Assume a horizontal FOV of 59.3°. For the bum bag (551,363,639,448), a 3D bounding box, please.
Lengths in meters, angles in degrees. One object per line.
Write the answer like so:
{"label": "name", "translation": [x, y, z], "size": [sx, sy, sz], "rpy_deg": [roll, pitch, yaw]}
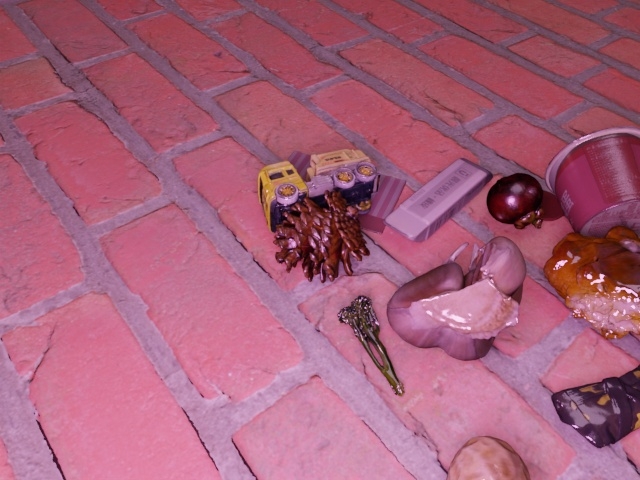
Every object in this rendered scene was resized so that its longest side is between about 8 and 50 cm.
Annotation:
{"label": "bum bag", "translation": [0.504, 0.270, 0.935], "size": [0.232, 0.060, 0.107], "rpy_deg": [-13, 57, -12]}

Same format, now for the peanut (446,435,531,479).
{"label": "peanut", "translation": [0.240, 0.411, 0.750], "size": [0.136, 0.120, 0.298], "rpy_deg": [-19, 46, 12]}

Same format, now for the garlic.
{"label": "garlic", "translation": [0.244, 0.090, 0.991], "size": [0.210, 0.237, 0.292], "rpy_deg": [25, 13, 8]}

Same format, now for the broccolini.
{"label": "broccolini", "translation": [0.094, 0.194, 1.015], "size": [0.074, 0.058, 0.201], "rpy_deg": [-22, 65, -4]}

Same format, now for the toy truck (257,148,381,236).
{"label": "toy truck", "translation": [-0.008, -0.124, 1.241], "size": [0.272, 0.124, 0.157], "rpy_deg": [-17, 50, -18]}

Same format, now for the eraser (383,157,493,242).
{"label": "eraser", "translation": [0.277, -0.096, 1.279], "size": [0.089, 0.061, 0.352], "rpy_deg": [34, 54, 27]}

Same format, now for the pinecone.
{"label": "pinecone", "translation": [0.002, -0.002, 1.110], "size": [0.195, 0.150, 0.179], "rpy_deg": [-18, 67, -18]}

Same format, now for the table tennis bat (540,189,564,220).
{"label": "table tennis bat", "translation": [0.509, -0.102, 1.324], "size": [0.098, 0.019, 0.155], "rpy_deg": [-14, 51, -15]}

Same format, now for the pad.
{"label": "pad", "translation": [0.034, -0.122, 1.331], "size": [0.299, 0.005, 0.202], "rpy_deg": [18, 48, 14]}

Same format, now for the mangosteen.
{"label": "mangosteen", "translation": [0.437, -0.080, 1.239], "size": [0.140, 0.140, 0.140], "rpy_deg": [1, 46, -1]}

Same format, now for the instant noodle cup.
{"label": "instant noodle cup", "translation": [0.616, -0.098, 1.194], "size": [0.234, 0.235, 0.179], "rpy_deg": [1, 55, -2]}

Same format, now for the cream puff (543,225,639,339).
{"label": "cream puff", "translation": [0.569, 0.080, 1.055], "size": [0.241, 0.155, 0.269], "rpy_deg": [-17, 50, -13]}
